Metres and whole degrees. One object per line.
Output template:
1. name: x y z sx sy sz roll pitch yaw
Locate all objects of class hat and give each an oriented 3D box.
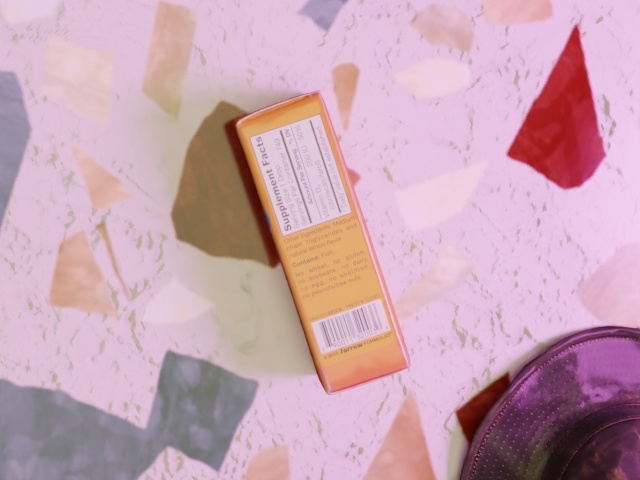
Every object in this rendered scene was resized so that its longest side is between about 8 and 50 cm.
1. hat: 0.287 0.244 0.880 0.331 0.134 0.332 -1 96 -9

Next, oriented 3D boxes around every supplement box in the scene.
1. supplement box: 0.000 0.000 0.836 0.080 0.078 0.234 -17 97 -4
